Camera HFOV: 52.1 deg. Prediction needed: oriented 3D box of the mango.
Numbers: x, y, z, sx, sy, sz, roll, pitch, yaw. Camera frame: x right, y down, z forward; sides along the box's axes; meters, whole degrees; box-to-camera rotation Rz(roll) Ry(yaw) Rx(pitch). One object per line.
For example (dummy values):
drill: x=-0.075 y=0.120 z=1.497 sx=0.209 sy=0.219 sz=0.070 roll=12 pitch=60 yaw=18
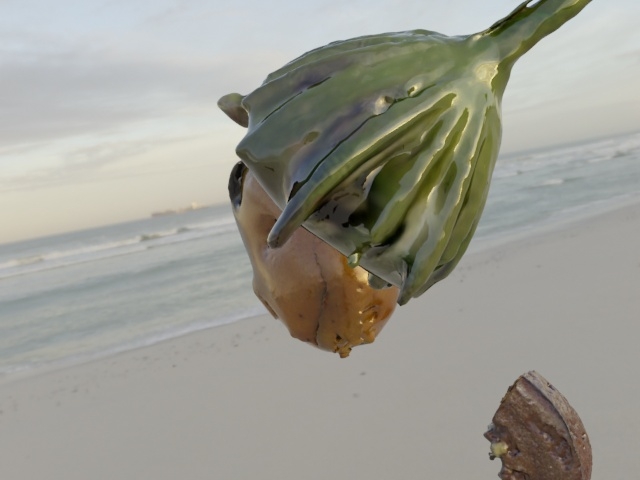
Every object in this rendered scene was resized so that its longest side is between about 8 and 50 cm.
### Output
mango: x=0.000 y=0.000 z=0.799 sx=0.152 sy=0.287 sz=0.201 roll=-1 pitch=-26 yaw=-36

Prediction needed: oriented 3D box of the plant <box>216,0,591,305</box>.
plant: x=0.076 y=-0.122 z=0.412 sx=0.180 sy=0.251 sz=0.333 roll=17 pitch=-50 yaw=-31

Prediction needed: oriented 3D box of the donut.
donut: x=0.322 y=0.293 z=0.919 sx=0.126 sy=0.186 sz=0.144 roll=-7 pitch=-43 yaw=-53
